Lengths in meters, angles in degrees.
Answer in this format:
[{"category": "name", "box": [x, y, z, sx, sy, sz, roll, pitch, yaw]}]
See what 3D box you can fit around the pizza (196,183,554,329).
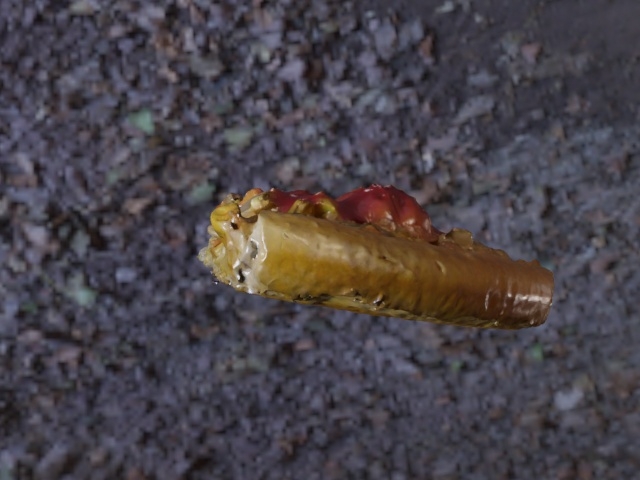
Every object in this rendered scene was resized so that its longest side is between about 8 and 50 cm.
[{"category": "pizza", "box": [0.000, 0.000, 0.674, 0.188, 0.062, 0.199, 13, 178, -40]}]
